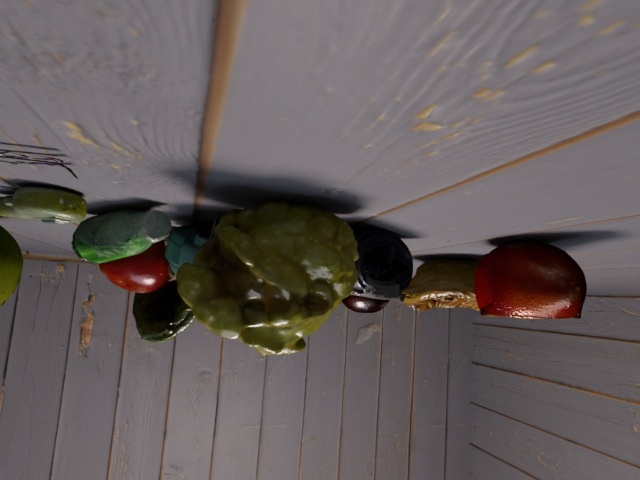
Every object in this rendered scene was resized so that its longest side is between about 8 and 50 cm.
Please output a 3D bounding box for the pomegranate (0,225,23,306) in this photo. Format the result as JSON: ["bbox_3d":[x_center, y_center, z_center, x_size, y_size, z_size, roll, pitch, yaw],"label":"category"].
[{"bbox_3d":[-0.867,0.015,1.012,0.359,0.216,0.310,34,-173,26],"label":"pomegranate"}]

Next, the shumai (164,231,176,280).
[{"bbox_3d":[-0.335,0.026,1.098,0.139,0.105,0.123,-30,-178,-40],"label":"shumai"}]

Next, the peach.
[{"bbox_3d":[0.387,0.081,0.864,0.154,0.158,0.267,-7,173,4],"label":"peach"}]

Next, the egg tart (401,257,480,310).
[{"bbox_3d":[0.400,0.134,1.288,0.340,0.152,0.352,-2,170,38],"label":"egg tart"}]

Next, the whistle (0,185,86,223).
[{"bbox_3d":[-0.480,-0.053,0.742,0.199,0.057,0.104,-1,170,27],"label":"whistle"}]

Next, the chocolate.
[{"bbox_3d":[-0.380,-0.014,0.855,0.291,0.110,0.110,-7,166,45],"label":"chocolate"}]

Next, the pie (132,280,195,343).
[{"bbox_3d":[-0.398,0.132,1.206,0.323,0.323,0.070,-2,146,40],"label":"pie"}]

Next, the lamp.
[{"bbox_3d":[-0.209,0.034,0.905,0.210,0.147,0.284,11,170,-14],"label":"lamp"}]

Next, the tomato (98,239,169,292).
[{"bbox_3d":[-0.469,0.054,1.129,0.195,0.136,0.195,9,148,6],"label":"tomato"}]

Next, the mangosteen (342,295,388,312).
[{"bbox_3d":[0.165,0.148,1.502,0.194,0.194,0.230,8,147,-27],"label":"mangosteen"}]

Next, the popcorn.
[{"bbox_3d":[-0.069,0.045,0.687,0.235,0.250,0.242,42,173,4],"label":"popcorn"}]

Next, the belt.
[{"bbox_3d":[0.084,0.050,0.883,0.126,0.139,0.231,-2,172,37],"label":"belt"}]

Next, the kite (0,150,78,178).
[{"bbox_3d":[-0.405,-0.101,0.518,0.230,0.016,0.127,9,175,-9],"label":"kite"}]
